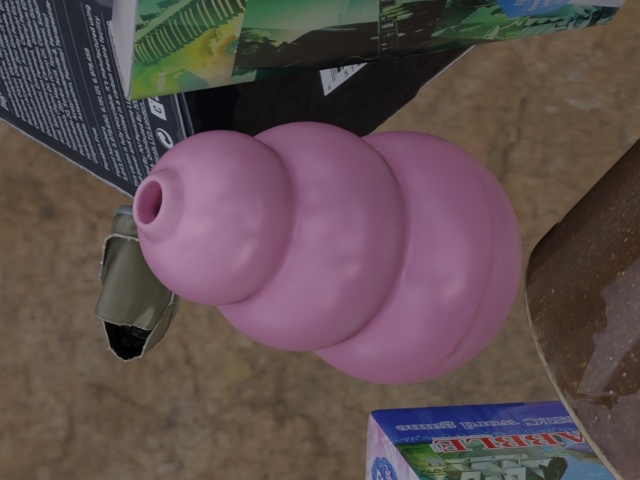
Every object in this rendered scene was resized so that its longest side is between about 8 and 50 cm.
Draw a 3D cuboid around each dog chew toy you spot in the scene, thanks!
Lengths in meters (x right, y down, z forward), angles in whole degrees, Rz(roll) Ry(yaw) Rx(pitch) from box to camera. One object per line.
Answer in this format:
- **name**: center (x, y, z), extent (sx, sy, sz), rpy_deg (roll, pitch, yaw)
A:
- **dog chew toy**: center (0.000, 0.000, 1.336), extent (0.206, 0.331, 0.207), rpy_deg (-16, 68, 47)

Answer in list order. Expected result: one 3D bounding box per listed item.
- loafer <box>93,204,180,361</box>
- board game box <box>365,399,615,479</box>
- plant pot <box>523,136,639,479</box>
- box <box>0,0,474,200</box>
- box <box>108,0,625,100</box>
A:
- **loafer**: center (-0.190, 0.053, 1.833), extent (0.094, 0.251, 0.087), rpy_deg (16, 58, 6)
- **board game box**: center (0.211, 0.156, 0.870), extent (0.318, 0.318, 0.066), rpy_deg (-2, 104, -13)
- **plant pot**: center (0.205, -0.021, 0.450), extent (0.215, 0.215, 0.230), rpy_deg (45, 119, 23)
- **box**: center (-0.124, -0.310, 1.788), extent (0.471, 0.480, 0.297), rpy_deg (28, 146, 35)
- **box**: center (0.044, -0.170, 0.976), extent (0.322, 0.232, 0.058), rpy_deg (-9, 73, -11)
